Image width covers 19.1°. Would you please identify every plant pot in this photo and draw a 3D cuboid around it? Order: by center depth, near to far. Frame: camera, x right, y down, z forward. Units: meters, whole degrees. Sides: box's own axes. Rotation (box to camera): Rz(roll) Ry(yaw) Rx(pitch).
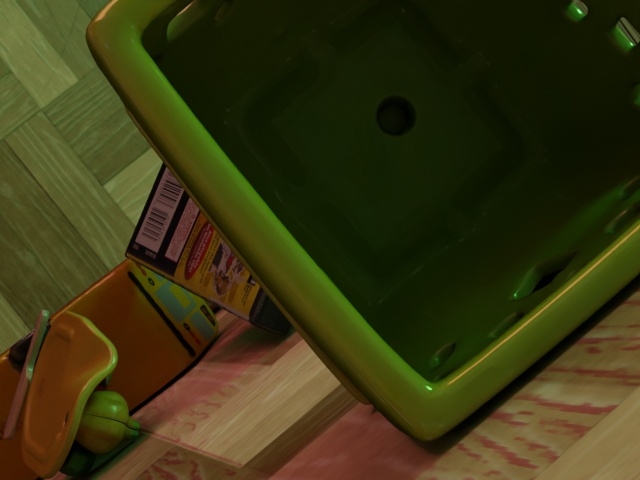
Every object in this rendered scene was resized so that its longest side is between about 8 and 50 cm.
[{"bbox_3d":[0.044,-0.060,0.875,0.228,0.227,0.207,-39,0,-9],"label":"plant pot"}]

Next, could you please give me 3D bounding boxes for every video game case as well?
[{"bbox_3d":[-0.041,-0.083,1.475,0.248,0.035,0.275,23,90,60],"label":"video game case"}]

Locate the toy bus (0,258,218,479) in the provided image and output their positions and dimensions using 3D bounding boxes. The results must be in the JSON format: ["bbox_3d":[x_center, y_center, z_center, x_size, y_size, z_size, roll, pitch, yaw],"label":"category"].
[{"bbox_3d":[-0.255,0.144,1.686,0.332,0.108,0.130,-36,5,20],"label":"toy bus"}]

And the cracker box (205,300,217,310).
[{"bbox_3d":[-0.092,0.006,1.992,0.155,0.067,0.232,-39,6,8],"label":"cracker box"}]

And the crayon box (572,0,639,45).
[{"bbox_3d":[0.243,-0.235,1.377,0.363,0.106,0.313,-38,15,4],"label":"crayon box"}]

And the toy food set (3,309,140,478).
[{"bbox_3d":[-0.186,0.125,1.512,0.218,0.071,0.128,-168,93,-71],"label":"toy food set"}]
